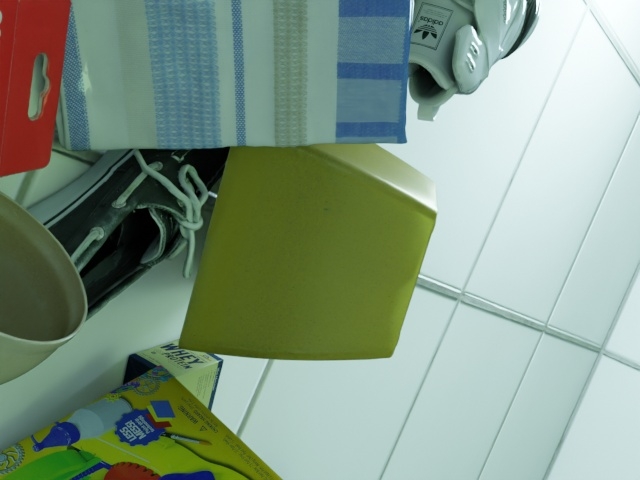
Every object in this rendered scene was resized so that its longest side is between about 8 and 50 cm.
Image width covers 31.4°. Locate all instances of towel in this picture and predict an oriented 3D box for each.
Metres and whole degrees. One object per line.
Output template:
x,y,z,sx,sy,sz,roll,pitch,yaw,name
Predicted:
-0.071,-0.153,0.851,0.034,0.285,0.209,-92,-178,-51,towel

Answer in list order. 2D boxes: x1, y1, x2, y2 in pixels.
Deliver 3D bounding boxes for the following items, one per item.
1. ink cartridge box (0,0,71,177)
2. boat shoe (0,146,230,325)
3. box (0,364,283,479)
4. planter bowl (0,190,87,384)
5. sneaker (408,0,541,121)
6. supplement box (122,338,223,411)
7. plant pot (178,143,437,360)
-0.272,-0.100,0.713,0.231,0.078,0.134,-18,127,-54,ink cartridge box
-0.148,-0.023,0.955,0.306,0.105,0.113,-39,142,-40,boat shoe
-0.157,0.302,0.943,0.279,0.290,0.177,-28,136,-31,box
-0.259,0.044,0.788,0.109,0.162,0.162,-46,157,19,planter bowl
0.154,-0.298,1.225,0.210,0.137,0.366,-52,153,-29,sneaker
-0.151,0.152,1.138,0.083,0.056,0.083,-14,124,-55,supplement box
0.000,0.000,1.059,0.212,0.187,0.212,-71,178,-75,plant pot
